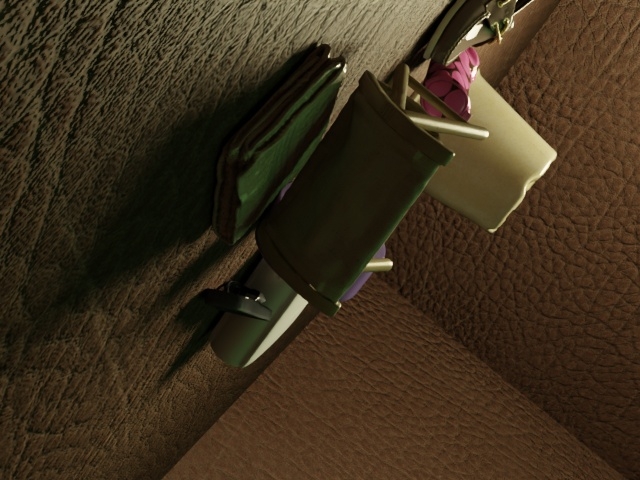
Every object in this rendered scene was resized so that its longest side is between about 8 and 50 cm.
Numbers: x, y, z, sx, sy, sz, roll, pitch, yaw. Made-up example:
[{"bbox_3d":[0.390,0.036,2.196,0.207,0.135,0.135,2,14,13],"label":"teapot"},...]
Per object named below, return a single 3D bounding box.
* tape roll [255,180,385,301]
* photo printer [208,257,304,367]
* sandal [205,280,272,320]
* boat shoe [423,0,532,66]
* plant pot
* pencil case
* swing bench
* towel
[{"bbox_3d":[0.000,0.000,1.559,0.080,0.189,0.189,-55,173,30],"label":"tape roll"},{"bbox_3d":[-0.062,0.074,1.928,0.307,0.107,0.256,-54,173,32],"label":"photo printer"},{"bbox_3d":[-0.129,0.097,1.700,0.254,0.097,0.054,82,21,-83],"label":"sandal"},{"bbox_3d":[0.298,-0.400,1.762,0.324,0.097,0.116,-47,174,-29],"label":"boat shoe"},{"bbox_3d":[0.318,-0.191,2.178,0.334,0.305,0.334,-49,174,-7],"label":"plant pot"},{"bbox_3d":[0.233,-0.281,1.795,0.095,0.098,0.209,-58,-175,36],"label":"pencil case"},{"bbox_3d":[0.058,-0.074,1.291,0.253,0.165,0.255,-54,171,22],"label":"swing bench"},{"bbox_3d":[-0.052,-0.105,1.219,0.187,0.049,0.282,-48,174,-18],"label":"towel"}]
